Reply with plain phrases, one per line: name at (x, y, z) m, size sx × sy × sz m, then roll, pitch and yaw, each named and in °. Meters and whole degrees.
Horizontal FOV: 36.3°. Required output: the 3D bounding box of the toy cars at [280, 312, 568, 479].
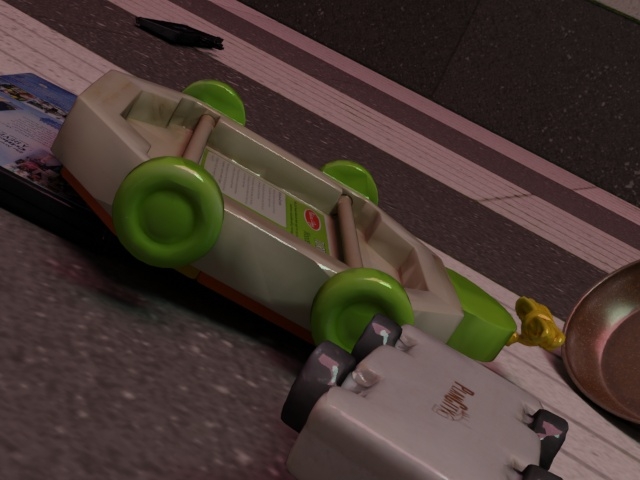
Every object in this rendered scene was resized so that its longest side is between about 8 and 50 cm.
toy cars at (0.075, 0.133, 0.309) m, size 0.176 × 0.087 × 0.393 m, roll 23°, pitch 11°, yaw -29°

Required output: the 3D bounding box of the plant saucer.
plant saucer at (0.286, 0.080, 0.741) m, size 0.198 × 0.198 × 0.036 m, roll 49°, pitch -16°, yaw 57°

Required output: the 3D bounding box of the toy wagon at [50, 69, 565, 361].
toy wagon at (0.000, 0.000, 0.633) m, size 0.344 × 0.068 × 0.267 m, roll 30°, pitch 15°, yaw -11°

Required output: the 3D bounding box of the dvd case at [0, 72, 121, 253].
dvd case at (-0.181, -0.064, 0.678) m, size 0.180 × 0.022 × 0.253 m, roll 27°, pitch 14°, yaw 2°

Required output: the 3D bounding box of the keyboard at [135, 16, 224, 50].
keyboard at (-0.207, -0.319, 1.528) m, size 0.108 × 0.023 × 0.180 m, roll 22°, pitch 14°, yaw 12°
